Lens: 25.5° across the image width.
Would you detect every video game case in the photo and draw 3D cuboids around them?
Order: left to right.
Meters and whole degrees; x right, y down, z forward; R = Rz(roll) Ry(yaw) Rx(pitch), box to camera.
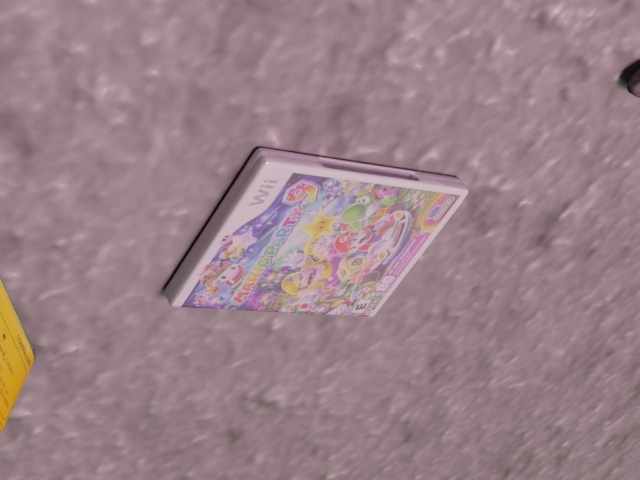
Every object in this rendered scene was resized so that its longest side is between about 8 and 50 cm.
[{"bbox_3d":[0.000,0.000,0.635,0.122,0.011,0.087,6,131,-41],"label":"video game case"}]

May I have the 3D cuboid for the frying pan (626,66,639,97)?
[{"bbox_3d":[0.320,-0.107,0.697,0.326,0.053,0.197,1,142,-43],"label":"frying pan"}]

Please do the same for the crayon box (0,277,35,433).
[{"bbox_3d":[-0.177,0.019,0.385,0.081,0.165,0.278,11,145,14],"label":"crayon box"}]
